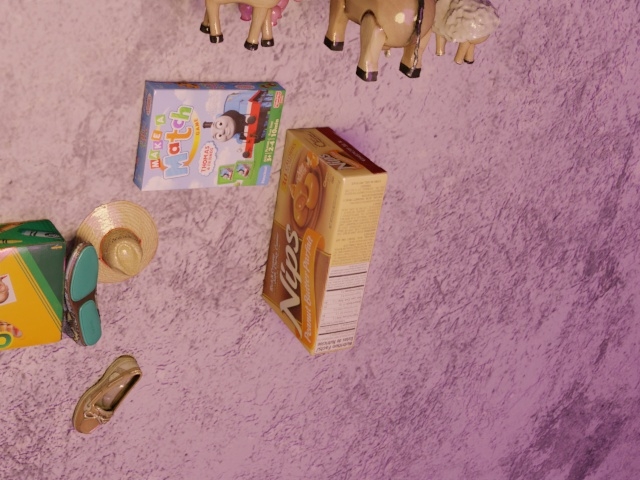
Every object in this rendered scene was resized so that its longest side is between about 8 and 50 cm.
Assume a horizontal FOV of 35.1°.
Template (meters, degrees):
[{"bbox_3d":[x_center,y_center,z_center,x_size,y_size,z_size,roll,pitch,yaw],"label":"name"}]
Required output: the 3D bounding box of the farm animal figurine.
[{"bbox_3d":[0.031,-0.336,1.334,0.330,0.327,0.172,-22,134,-38],"label":"farm animal figurine"}]

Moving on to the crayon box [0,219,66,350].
[{"bbox_3d":[-0.499,0.071,1.392,0.279,0.081,0.165,-7,120,-30],"label":"crayon box"}]

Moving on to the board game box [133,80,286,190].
[{"bbox_3d":[-0.164,-0.155,1.500,0.212,0.039,0.160,-5,121,-30],"label":"board game box"}]

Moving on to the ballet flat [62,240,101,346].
[{"bbox_3d":[-0.365,0.075,1.497,0.070,0.070,0.188,-12,126,-27],"label":"ballet flat"}]

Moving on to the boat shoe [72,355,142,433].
[{"bbox_3d":[-0.344,0.258,1.640,0.153,0.048,0.056,-50,133,3],"label":"boat shoe"}]

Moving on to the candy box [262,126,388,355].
[{"bbox_3d":[0.000,0.000,1.610,0.088,0.183,0.316,-7,122,-29],"label":"candy box"}]

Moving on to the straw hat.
[{"bbox_3d":[-0.295,0.018,1.509,0.145,0.061,0.144,-17,126,-25],"label":"straw hat"}]
